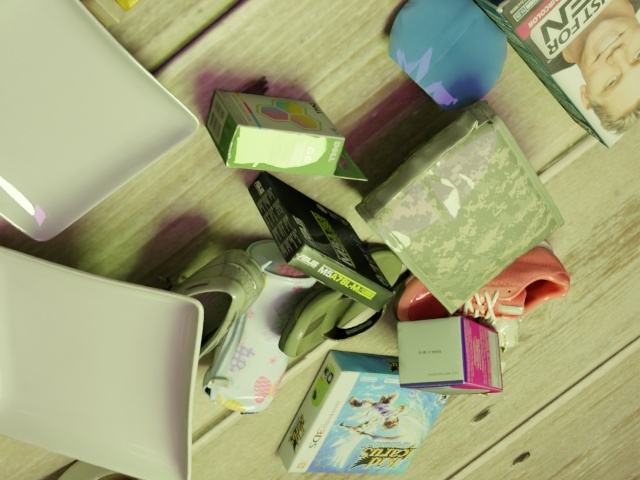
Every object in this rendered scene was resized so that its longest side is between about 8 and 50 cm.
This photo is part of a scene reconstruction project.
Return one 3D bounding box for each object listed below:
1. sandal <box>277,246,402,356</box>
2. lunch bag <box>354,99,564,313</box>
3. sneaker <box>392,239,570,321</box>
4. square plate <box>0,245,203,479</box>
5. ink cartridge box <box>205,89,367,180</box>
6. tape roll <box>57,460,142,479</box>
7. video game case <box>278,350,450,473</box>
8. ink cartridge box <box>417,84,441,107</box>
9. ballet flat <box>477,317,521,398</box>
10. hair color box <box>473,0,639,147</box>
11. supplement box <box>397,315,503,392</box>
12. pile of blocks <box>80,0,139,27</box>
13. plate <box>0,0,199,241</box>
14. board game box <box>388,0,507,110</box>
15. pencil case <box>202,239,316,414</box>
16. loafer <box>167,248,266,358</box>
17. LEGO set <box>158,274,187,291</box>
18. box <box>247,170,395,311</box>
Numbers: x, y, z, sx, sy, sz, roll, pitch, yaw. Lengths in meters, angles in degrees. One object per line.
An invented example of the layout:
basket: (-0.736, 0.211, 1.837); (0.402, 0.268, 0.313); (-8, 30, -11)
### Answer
sandal: (0.047, 0.107, 1.288); (0.302, 0.086, 0.120); (-34, 144, -50)
lunch bag: (0.194, -0.058, 1.239); (0.235, 0.169, 0.287); (-40, 142, 5)
sneaker: (0.276, 0.080, 1.412); (0.313, 0.136, 0.116); (-18, 129, -12)
square plate: (-0.325, 0.168, 1.155); (0.343, 0.049, 0.347); (15, 122, 9)
ink cartridge box: (-0.037, -0.140, 1.124); (0.209, 0.109, 0.062); (4, 122, -27)
tape roll: (-0.308, 0.471, 1.348); (0.246, 0.246, 0.169); (-27, 130, -5)
video game case: (0.090, 0.325, 1.550); (0.269, 0.061, 0.244); (10, 119, -31)
ink cartridge box: (0.184, -0.238, 1.210); (0.083, 0.028, 0.048); (-44, 130, 8)
ballet flat: (0.325, 0.191, 1.555); (0.091, 0.077, 0.241); (-2, 123, -23)
hair color box: (0.375, -0.303, 1.204); (0.174, 0.105, 0.347); (-46, 130, 11)
supplement box: (0.222, 0.199, 1.419); (0.111, 0.114, 0.220); (-8, 163, 26)
pile of blocks: (-0.138, -0.374, 0.882); (0.362, 0.149, 0.112); (-41, 130, 7)
plate: (-0.332, -0.153, 0.997); (0.277, 0.045, 0.278); (-34, 131, 13)
board game box: (0.174, -0.267, 1.164); (0.168, 0.033, 0.133); (41, 91, -14)
pencil case: (-0.096, 0.133, 1.290); (0.124, 0.113, 0.273); (4, 121, -32)
loafer: (-0.210, 0.128, 1.194); (0.112, 0.111, 0.319); (45, 117, -7)
LEGO set: (-0.211, 0.081, 1.256); (0.083, 0.023, 0.054); (25, 110, -36)
box: (0.000, 0.000, 1.189); (0.184, 0.191, 0.045); (32, 108, -37)
